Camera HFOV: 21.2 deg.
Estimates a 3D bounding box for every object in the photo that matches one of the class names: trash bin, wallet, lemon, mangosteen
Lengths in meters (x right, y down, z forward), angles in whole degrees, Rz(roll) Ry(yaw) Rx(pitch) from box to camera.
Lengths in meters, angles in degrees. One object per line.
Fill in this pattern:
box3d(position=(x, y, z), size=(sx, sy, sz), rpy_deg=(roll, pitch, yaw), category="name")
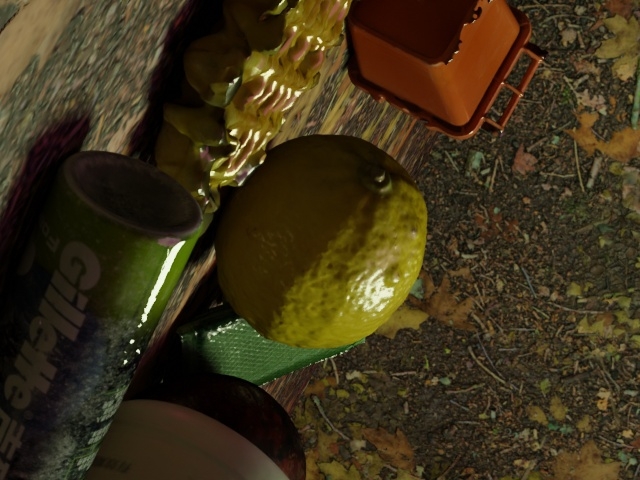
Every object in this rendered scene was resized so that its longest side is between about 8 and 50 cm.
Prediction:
box3d(position=(0.125, -0.210, 1.752), size=(0.161, 0.184, 0.238), rpy_deg=(-60, 169, -3), category="trash bin")
box3d(position=(-0.049, 0.095, 1.791), size=(0.236, 0.055, 0.160), rpy_deg=(-21, 153, -22), category="wallet")
box3d(position=(0.000, 0.000, 1.592), size=(0.192, 0.192, 0.231), rpy_deg=(-54, 179, -46), category="lemon")
box3d(position=(-0.110, 0.237, 1.678), size=(0.216, 0.216, 0.216), rpy_deg=(-59, 174, -10), category="mangosteen")

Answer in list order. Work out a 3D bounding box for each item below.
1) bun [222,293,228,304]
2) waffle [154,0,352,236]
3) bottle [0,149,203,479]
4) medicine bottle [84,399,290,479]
box3d(position=(-0.013, 0.022, 1.901), size=(0.222, 0.127, 0.222), rpy_deg=(-60, 176, -7), category="bun")
box3d(position=(-0.031, -0.149, 1.224), size=(0.329, 0.062, 0.329), rpy_deg=(-58, 175, -8), category="waffle")
box3d(position=(-0.176, 0.104, 1.067), size=(0.330, 0.093, 0.093), rpy_deg=(-63, 174, 25), category="bottle")
box3d(position=(-0.167, 0.311, 1.423), size=(0.302, 0.241, 0.241), rpy_deg=(-55, 173, -36), category="medicine bottle")
